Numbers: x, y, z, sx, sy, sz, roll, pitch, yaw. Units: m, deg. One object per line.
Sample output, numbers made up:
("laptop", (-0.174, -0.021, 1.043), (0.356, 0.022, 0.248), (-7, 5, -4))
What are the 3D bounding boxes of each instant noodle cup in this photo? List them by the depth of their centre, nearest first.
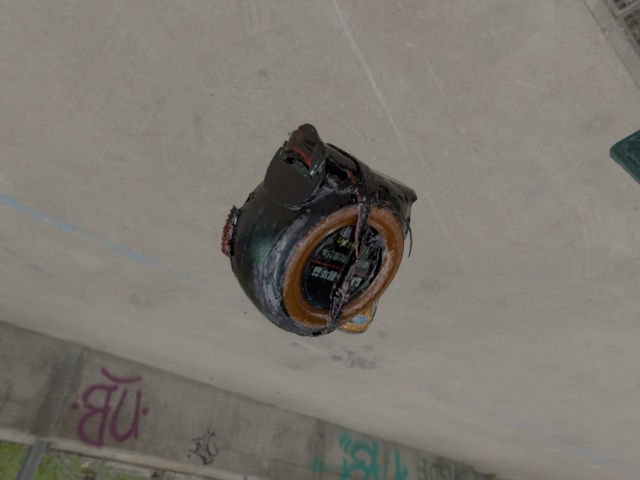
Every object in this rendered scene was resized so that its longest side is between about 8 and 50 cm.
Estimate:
("instant noodle cup", (0.652, -0.159, 0.842), (0.157, 0.179, 0.070), (-34, 111, 26))

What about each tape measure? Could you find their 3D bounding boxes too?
("tape measure", (0.000, 0.000, 0.529), (0.202, 0.135, 0.222), (16, 107, -44))

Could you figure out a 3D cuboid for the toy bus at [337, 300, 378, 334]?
("toy bus", (0.084, 0.098, 1.042), (0.126, 0.209, 0.136), (20, 152, 4))
